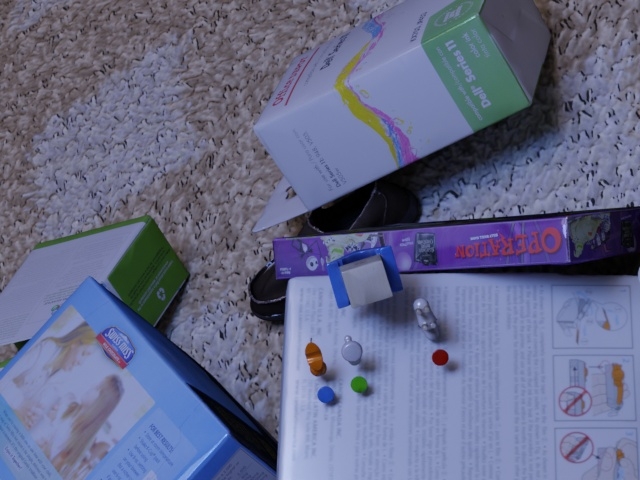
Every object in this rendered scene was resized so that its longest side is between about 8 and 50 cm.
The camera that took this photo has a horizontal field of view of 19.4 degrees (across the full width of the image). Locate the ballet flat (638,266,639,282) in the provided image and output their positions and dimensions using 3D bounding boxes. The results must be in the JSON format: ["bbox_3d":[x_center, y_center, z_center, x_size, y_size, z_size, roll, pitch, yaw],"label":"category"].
[{"bbox_3d":[0.388,-0.009,1.631,0.182,0.164,0.483,16,64,40],"label":"ballet flat"}]

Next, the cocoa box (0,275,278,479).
[{"bbox_3d":[-0.173,0.241,1.871,0.231,0.228,0.347,-48,39,-1],"label":"cocoa box"}]

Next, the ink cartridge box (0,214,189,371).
[{"bbox_3d":[-0.293,0.098,2.146,0.189,0.097,0.255,-14,31,34],"label":"ink cartridge box"}]

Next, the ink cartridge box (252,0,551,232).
[{"bbox_3d":[0.062,-0.159,2.035,0.353,0.119,0.207,-26,19,24],"label":"ink cartridge box"}]

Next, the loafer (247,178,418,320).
[{"bbox_3d":[0.000,0.000,2.038,0.220,0.078,0.080,-39,39,9],"label":"loafer"}]

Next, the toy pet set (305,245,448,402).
[{"bbox_3d":[0.041,0.070,1.679,0.122,0.114,0.065,-17,8,1],"label":"toy pet set"}]

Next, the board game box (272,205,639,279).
[{"bbox_3d":[0.150,0.001,1.817,0.347,0.208,0.056,-4,88,41],"label":"board game box"}]

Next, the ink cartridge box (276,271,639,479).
[{"bbox_3d":[0.155,0.181,1.675,0.385,0.091,0.308,0,61,6],"label":"ink cartridge box"}]
